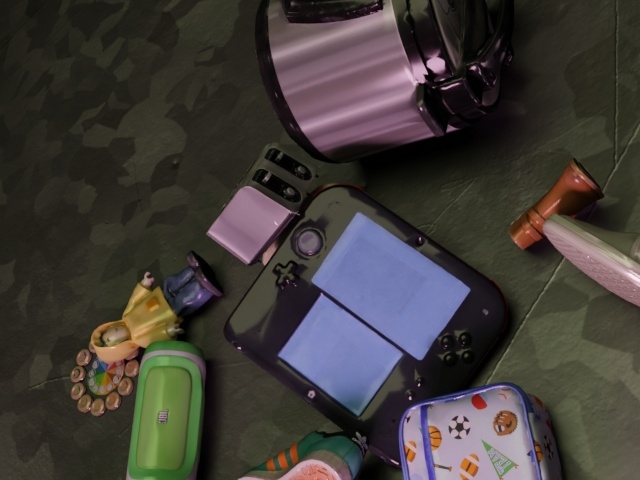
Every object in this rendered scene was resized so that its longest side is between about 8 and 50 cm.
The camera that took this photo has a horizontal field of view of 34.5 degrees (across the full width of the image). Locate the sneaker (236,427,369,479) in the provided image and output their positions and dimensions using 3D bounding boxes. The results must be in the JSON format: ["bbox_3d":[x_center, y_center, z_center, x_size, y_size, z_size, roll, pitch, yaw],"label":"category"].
[{"bbox_3d":[-0.029,0.389,1.711,0.302,0.108,0.121,-29,6,45],"label":"sneaker"}]

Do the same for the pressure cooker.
[{"bbox_3d":[0.142,-0.356,1.827,0.420,0.375,0.370,-14,94,27],"label":"pressure cooker"}]

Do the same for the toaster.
[{"bbox_3d":[-0.103,-0.062,1.815,0.186,0.110,0.168,-49,9,36],"label":"toaster"}]

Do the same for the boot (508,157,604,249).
[{"bbox_3d":[0.365,-0.048,1.629,0.152,0.197,0.073,-36,71,5],"label":"boot"}]

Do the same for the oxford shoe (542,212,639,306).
[{"bbox_3d":[0.530,0.052,1.480,0.449,0.169,0.130,27,86,33],"label":"oxford shoe"}]

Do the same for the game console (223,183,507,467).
[{"bbox_3d":[0.077,0.130,1.707,0.386,0.060,0.342,36,88,13],"label":"game console"}]

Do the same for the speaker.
[{"bbox_3d":[-0.283,0.341,1.899,0.131,0.131,0.297,-13,60,28],"label":"speaker"}]

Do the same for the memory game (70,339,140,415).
[{"bbox_3d":[-0.445,0.270,2.118,0.186,0.012,0.186,-15,58,26],"label":"memory game"}]

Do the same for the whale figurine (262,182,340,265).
[{"bbox_3d":[0.000,0.000,1.905,0.272,0.141,0.216,-17,51,55],"label":"whale figurine"}]

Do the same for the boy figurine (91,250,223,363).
[{"bbox_3d":[-0.335,0.139,2.057,0.285,0.092,0.177,-35,52,7],"label":"boy figurine"}]

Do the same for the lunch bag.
[{"bbox_3d":[0.235,0.376,1.528,0.243,0.115,0.303,-17,64,25],"label":"lunch bag"}]
